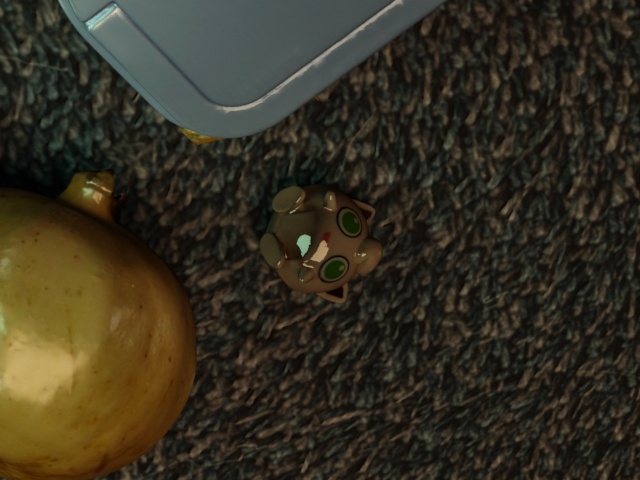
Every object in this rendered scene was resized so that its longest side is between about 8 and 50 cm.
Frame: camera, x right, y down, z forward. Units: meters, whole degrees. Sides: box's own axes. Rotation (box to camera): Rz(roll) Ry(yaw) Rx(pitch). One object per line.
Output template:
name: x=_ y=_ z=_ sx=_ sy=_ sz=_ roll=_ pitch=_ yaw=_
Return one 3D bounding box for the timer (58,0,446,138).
timer: x=-0.067 y=-0.308 z=1.176 sx=0.395 sy=0.173 sz=0.395 roll=-6 pitch=128 yaw=-8

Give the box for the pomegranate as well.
pomegranate: x=-0.282 y=0.077 z=1.412 sx=0.338 sy=0.338 sz=0.338 roll=-7 pitch=121 yaw=-12

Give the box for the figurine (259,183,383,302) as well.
figurine: x=0.000 y=0.000 z=1.547 sx=0.138 sy=0.125 sz=0.125 roll=23 pitch=111 yaw=-40

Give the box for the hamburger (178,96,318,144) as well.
hamburger: x=-0.048 y=-0.217 z=1.394 sx=0.283 sy=0.144 sz=0.156 roll=-35 pitch=121 yaw=8
